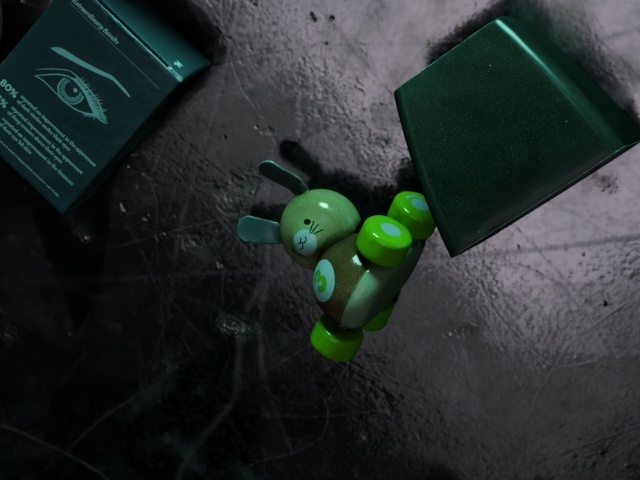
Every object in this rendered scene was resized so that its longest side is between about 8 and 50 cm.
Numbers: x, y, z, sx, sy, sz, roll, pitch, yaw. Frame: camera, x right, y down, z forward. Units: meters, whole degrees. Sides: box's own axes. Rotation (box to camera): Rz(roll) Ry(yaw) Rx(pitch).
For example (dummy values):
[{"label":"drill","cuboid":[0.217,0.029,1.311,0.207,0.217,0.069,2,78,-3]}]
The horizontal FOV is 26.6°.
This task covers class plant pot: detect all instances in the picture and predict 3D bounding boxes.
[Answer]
[{"label":"plant pot","cuboid":[0.177,-0.110,1.299,0.188,0.187,0.167,-35,84,20]}]

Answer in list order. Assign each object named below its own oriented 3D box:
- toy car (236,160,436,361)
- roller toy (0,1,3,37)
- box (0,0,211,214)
[{"label":"toy car","cuboid":[0.000,0.000,1.394,0.188,0.149,0.155,33,122,13]},{"label":"roller toy","cuboid":[-0.444,-0.229,1.406,0.191,0.146,0.209,22,111,5]},{"label":"box","cuboid":[-0.242,-0.157,1.405,0.153,0.108,0.207,45,110,-4]}]
